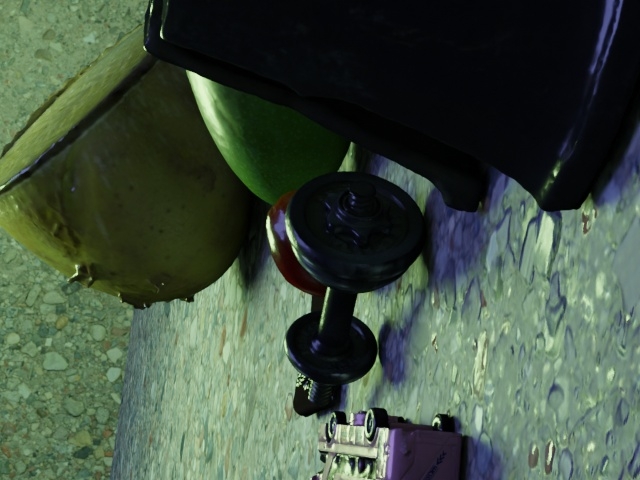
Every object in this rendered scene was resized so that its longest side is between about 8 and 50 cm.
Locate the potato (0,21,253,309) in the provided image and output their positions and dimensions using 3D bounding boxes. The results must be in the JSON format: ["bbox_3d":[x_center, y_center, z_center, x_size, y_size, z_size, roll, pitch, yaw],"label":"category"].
[{"bbox_3d":[-0.222,-0.097,1.939,0.385,0.319,0.442,-35,21,17],"label":"potato"}]

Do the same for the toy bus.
[{"bbox_3d":[0.045,0.167,1.032,0.203,0.063,0.090,158,118,-75],"label":"toy bus"}]

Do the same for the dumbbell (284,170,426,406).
[{"bbox_3d":[0.017,0.050,1.156,0.110,0.110,0.255,-95,11,-45],"label":"dumbbell"}]

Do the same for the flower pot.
[{"bbox_3d":[0.033,-0.201,0.864,0.379,0.251,0.379,-172,90,-80],"label":"flower pot"}]

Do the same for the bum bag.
[{"bbox_3d":[-0.001,0.088,1.374,0.109,0.026,0.159,133,142,-71],"label":"bum bag"}]

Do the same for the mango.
[{"bbox_3d":[-0.038,-0.215,1.328,0.225,0.201,0.382,-147,52,-62],"label":"mango"}]

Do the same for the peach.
[{"bbox_3d":[-0.002,0.001,1.249,0.101,0.100,0.101,-173,90,-78],"label":"peach"}]
